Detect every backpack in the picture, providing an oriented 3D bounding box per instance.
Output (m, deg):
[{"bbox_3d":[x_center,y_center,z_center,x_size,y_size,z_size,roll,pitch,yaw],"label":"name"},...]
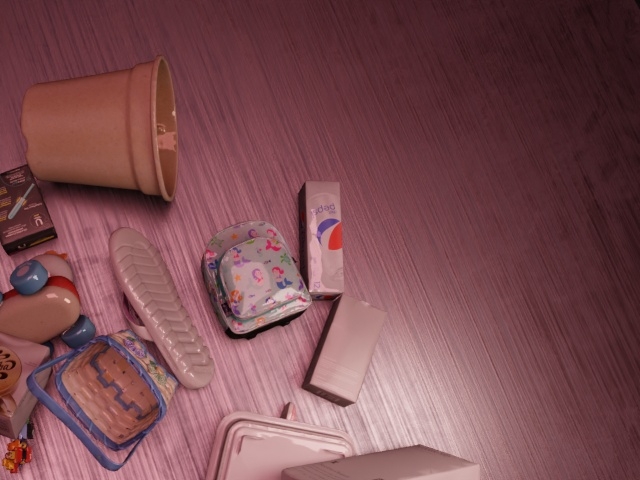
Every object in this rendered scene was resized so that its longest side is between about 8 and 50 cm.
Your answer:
[{"bbox_3d":[-0.161,0.081,1.813,0.225,0.191,0.254,-20,75,-17],"label":"backpack"}]

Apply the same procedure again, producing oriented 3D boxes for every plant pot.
[{"bbox_3d":[-0.501,-0.251,1.772,0.305,0.334,0.334,-2,75,-3],"label":"plant pot"}]

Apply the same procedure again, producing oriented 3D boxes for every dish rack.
[{"bbox_3d":[-0.084,0.545,1.715,0.332,0.072,0.286,15,81,-16],"label":"dish rack"}]

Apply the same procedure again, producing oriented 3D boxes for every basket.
[{"bbox_3d":[-0.447,0.319,1.609,0.201,0.289,0.255,-41,92,23],"label":"basket"}]

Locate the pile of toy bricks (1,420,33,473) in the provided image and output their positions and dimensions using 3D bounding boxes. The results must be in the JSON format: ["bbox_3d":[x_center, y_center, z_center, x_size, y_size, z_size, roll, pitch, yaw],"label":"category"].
[{"bbox_3d":[-0.670,0.380,1.627,0.105,0.118,0.213,6,69,-31],"label":"pile of toy bricks"}]

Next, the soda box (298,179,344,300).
[{"bbox_3d":[0.000,0.000,1.915,0.091,0.098,0.287,2,73,-13],"label":"soda box"}]

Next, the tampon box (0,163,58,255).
[{"bbox_3d":[-0.691,-0.068,1.767,0.120,0.101,0.161,-22,81,-18],"label":"tampon box"}]

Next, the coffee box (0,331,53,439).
[{"bbox_3d":[-0.722,0.264,1.566,0.297,0.119,0.168,19,52,-1],"label":"coffee box"}]

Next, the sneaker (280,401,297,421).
[{"bbox_3d":[-0.062,0.448,1.798,0.070,0.051,0.135,17,69,-16],"label":"sneaker"}]

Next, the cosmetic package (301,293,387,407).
[{"bbox_3d":[0.058,0.262,1.852,0.127,0.107,0.238,25,67,-5],"label":"cosmetic package"}]

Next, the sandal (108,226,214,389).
[{"bbox_3d":[-0.390,0.164,1.767,0.102,0.169,0.417,-32,82,21],"label":"sandal"}]

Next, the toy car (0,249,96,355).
[{"bbox_3d":[-0.629,0.113,1.713,0.210,0.219,0.238,-25,37,5],"label":"toy car"}]

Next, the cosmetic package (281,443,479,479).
[{"bbox_3d":[0.133,0.555,1.652,0.384,0.217,0.156,-1,91,-35],"label":"cosmetic package"}]
